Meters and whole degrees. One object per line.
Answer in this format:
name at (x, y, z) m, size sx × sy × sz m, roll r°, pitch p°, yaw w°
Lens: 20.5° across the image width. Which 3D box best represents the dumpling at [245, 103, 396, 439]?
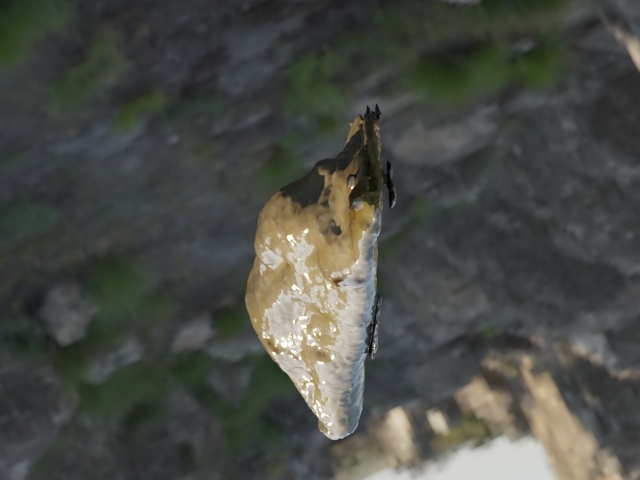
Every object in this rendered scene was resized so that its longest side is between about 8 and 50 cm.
dumpling at (-0.003, 0.003, 1.192) m, size 0.086 × 0.166 × 0.332 m, roll -3°, pitch 148°, yaw -9°
